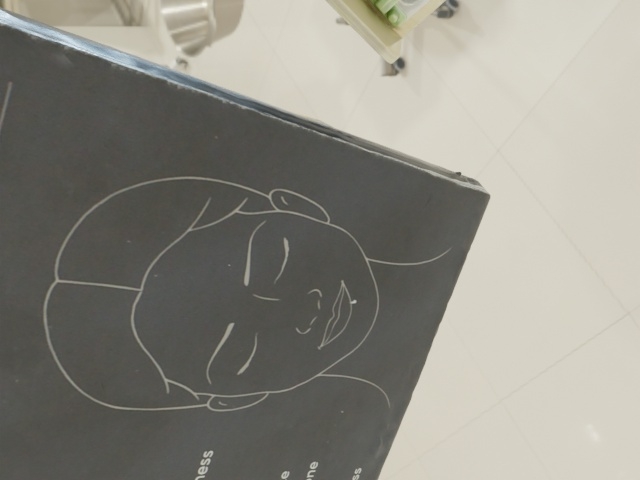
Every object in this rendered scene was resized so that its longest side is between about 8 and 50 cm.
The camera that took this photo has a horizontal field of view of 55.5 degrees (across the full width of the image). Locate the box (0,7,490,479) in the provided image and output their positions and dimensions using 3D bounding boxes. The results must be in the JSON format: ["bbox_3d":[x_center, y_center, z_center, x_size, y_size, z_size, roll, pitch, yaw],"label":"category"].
[{"bbox_3d":[-0.167,0.084,0.582,0.297,0.472,0.479,31,104,50],"label":"box"}]

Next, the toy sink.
[{"bbox_3d":[0.102,-0.383,0.831,0.131,0.153,0.234,-34,28,36],"label":"toy sink"}]

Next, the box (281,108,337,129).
[{"bbox_3d":[-0.061,-0.080,1.129,0.177,0.290,0.279,34,106,21],"label":"box"}]
